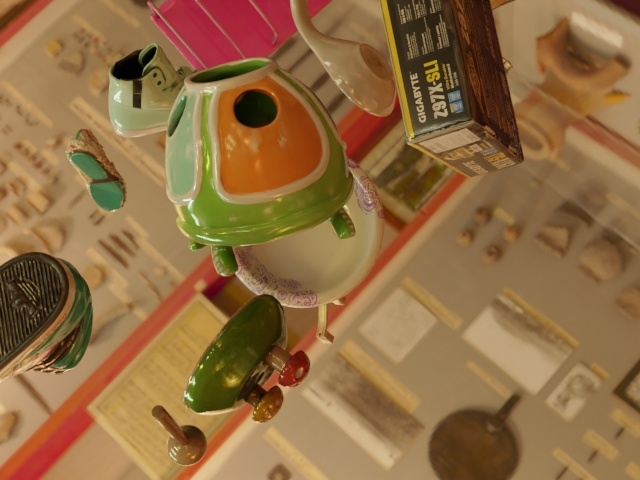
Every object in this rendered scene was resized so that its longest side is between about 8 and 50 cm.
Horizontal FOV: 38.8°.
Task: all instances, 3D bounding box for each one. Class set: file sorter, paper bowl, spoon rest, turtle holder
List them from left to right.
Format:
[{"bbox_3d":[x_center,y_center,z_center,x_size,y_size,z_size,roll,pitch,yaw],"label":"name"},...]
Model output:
[{"bbox_3d":[-0.144,-0.439,1.655,0.202,0.290,0.182,49,179,-5],"label":"file sorter"},{"bbox_3d":[-0.084,-0.121,1.189,0.320,0.243,0.228,-75,-28,-66],"label":"turtle holder"},{"bbox_3d":[-0.034,-0.023,1.611,0.284,0.284,0.148,43,175,2],"label":"paper bowl"},{"bbox_3d":[0.030,-0.306,1.417,0.137,0.084,0.276,-8,-113,-53],"label":"spoon rest"}]

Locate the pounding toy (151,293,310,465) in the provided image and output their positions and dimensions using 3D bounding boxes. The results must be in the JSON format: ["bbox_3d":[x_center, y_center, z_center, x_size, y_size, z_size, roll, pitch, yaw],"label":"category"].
[{"bbox_3d":[-0.094,0.191,1.167,0.110,0.237,0.183,34,154,15],"label":"pounding toy"}]

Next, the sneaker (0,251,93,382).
[{"bbox_3d":[-0.366,0.125,1.000,0.124,0.295,0.178,53,-178,10],"label":"sneaker"}]

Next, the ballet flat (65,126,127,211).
[{"bbox_3d":[-0.460,-0.151,1.905,0.241,0.091,0.077,80,-174,-60],"label":"ballet flat"}]

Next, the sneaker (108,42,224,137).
[{"bbox_3d":[-0.221,-0.259,1.485,0.151,0.255,0.094,98,149,-56],"label":"sneaker"}]

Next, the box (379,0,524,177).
[{"bbox_3d":[0.136,-0.247,1.004,0.257,0.079,0.322,8,-110,-65],"label":"box"}]

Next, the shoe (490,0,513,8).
[{"bbox_3d":[0.256,-0.366,1.307,0.058,0.219,0.076,60,-175,-1],"label":"shoe"}]

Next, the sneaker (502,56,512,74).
[{"bbox_3d":[0.270,-0.340,1.741,0.190,0.083,0.071,25,-177,-7],"label":"sneaker"}]

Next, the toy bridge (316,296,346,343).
[{"bbox_3d":[0.027,0.109,1.824,0.026,0.188,0.063,2,152,36],"label":"toy bridge"}]
